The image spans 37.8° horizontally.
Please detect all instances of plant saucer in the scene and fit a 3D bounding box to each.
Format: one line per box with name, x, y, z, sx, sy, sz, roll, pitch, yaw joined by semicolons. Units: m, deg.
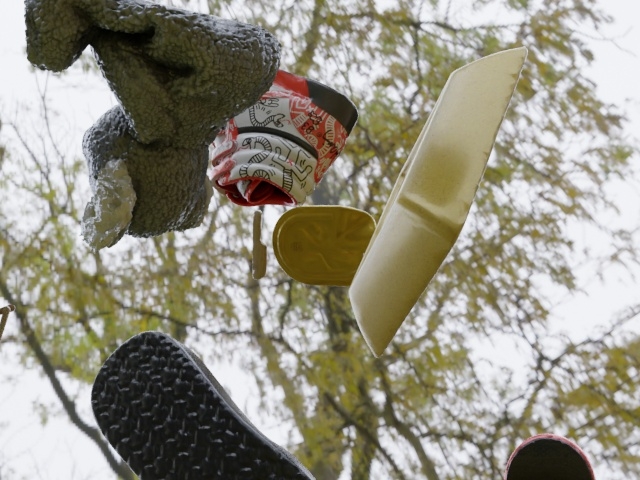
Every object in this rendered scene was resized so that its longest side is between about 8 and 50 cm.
plant saucer;0.137;-0.057;1.222;0.081;0.332;0.332;24;-34;1

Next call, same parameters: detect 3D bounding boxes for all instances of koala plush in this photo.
koala plush;-0.149;-0.100;0.844;0.203;0.196;0.221;17;-78;19

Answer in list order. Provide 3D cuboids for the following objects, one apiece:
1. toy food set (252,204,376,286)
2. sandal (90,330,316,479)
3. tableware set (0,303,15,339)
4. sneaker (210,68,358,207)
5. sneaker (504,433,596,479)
toy food set;0.000;0.000;1.455;0.218;0.071;0.128;2;-73;25
sandal;-0.082;0.263;0.949;0.167;0.445;0.107;-41;-38;1
tableware set;-0.518;0.166;1.361;0.194;0.128;0.039;-71;-18;-1
sneaker;-0.106;-0.129;1.035;0.145;0.270;0.090;-62;-21;-16
sneaker;0.264;0.366;1.006;0.116;0.313;0.136;-1;-9;19
